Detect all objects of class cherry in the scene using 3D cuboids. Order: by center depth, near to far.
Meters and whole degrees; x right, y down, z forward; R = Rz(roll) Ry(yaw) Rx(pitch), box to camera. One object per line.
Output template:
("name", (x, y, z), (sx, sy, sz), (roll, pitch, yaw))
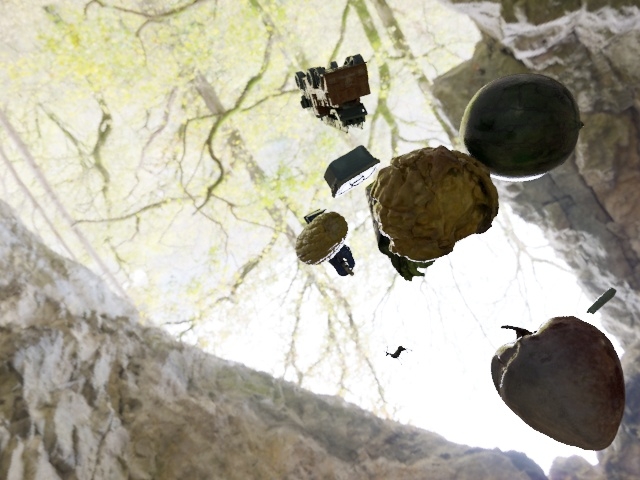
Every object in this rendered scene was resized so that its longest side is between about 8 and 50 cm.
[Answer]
("cherry", (0.624, 0.372, 1.382), (0.326, 0.335, 0.291), (-9, 171, 30))

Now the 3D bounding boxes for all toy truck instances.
("toy truck", (0.031, -0.398, 1.440), (0.132, 0.185, 0.338), (-20, -162, -11))

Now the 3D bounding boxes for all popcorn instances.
("popcorn", (0.208, -0.070, 0.984), (0.250, 0.250, 0.190), (-36, -136, 8))

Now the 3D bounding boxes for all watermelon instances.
("watermelon", (0.622, -0.351, 1.621), (0.363, 0.363, 0.363), (-37, -172, 6))

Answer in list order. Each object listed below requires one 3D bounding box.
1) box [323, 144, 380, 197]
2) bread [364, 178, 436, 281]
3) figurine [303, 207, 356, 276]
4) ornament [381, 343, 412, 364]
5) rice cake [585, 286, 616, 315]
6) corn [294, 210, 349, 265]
("box", (0.127, -0.283, 2.141), (0.226, 0.130, 0.162), (-31, 170, -19))
("bread", (0.297, -0.074, 1.828), (0.208, 0.251, 0.377), (-29, -135, 18))
("figurine", (0.025, 0.017, 1.730), (0.120, 0.262, 0.164), (-31, 175, 1))
("ornament", (0.283, 0.417, 1.947), (0.073, 0.028, 0.125), (-49, -152, -16))
("rice cake", (1.022, 0.224, 1.887), (0.180, 0.030, 0.042), (-26, 137, -32))
("corn", (0.000, 0.000, 0.833), (0.067, 0.067, 0.206), (-40, 179, -17))
